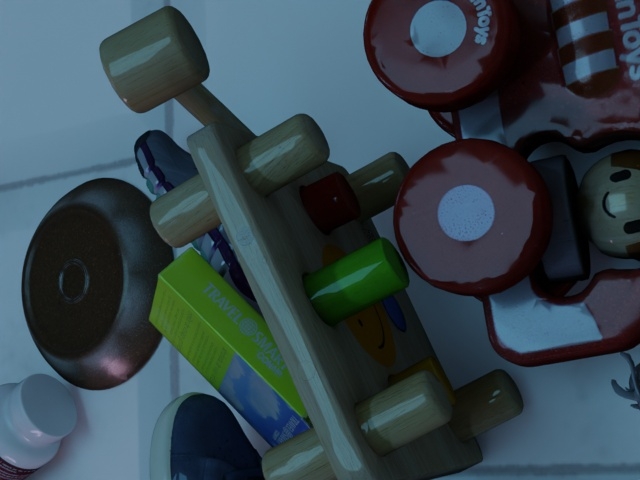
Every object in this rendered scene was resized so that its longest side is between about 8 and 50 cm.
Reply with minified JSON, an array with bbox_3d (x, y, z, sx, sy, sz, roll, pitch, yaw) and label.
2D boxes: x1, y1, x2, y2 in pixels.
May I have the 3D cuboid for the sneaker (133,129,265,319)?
[{"bbox_3d":[-0.065,-0.025,1.239,0.098,0.083,0.223,-41,67,8],"label":"sneaker"}]

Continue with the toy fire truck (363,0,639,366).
[{"bbox_3d":[0.182,-0.078,0.987,0.254,0.169,0.302,-13,78,19],"label":"toy fire truck"}]

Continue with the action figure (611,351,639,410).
[{"bbox_3d":[0.295,0.113,0.873,0.285,0.099,0.185,14,136,39],"label":"action figure"}]

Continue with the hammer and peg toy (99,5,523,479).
[{"bbox_3d":[0.000,0.000,1.035,0.127,0.266,0.361,-29,75,17],"label":"hammer and peg toy"}]

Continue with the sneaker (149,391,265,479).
[{"bbox_3d":[-0.007,0.258,1.124,0.148,0.131,0.350,-34,73,29],"label":"sneaker"}]

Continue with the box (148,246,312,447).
[{"bbox_3d":[-0.058,0.096,1.165,0.178,0.042,0.109,44,156,9],"label":"box"}]

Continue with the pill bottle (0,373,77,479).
[{"bbox_3d":[-0.298,0.187,1.389,0.152,0.086,0.086,-35,65,32],"label":"pill bottle"}]

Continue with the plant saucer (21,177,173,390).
[{"bbox_3d":[-0.217,0.039,1.370,0.199,0.036,0.198,-6,81,39],"label":"plant saucer"}]
